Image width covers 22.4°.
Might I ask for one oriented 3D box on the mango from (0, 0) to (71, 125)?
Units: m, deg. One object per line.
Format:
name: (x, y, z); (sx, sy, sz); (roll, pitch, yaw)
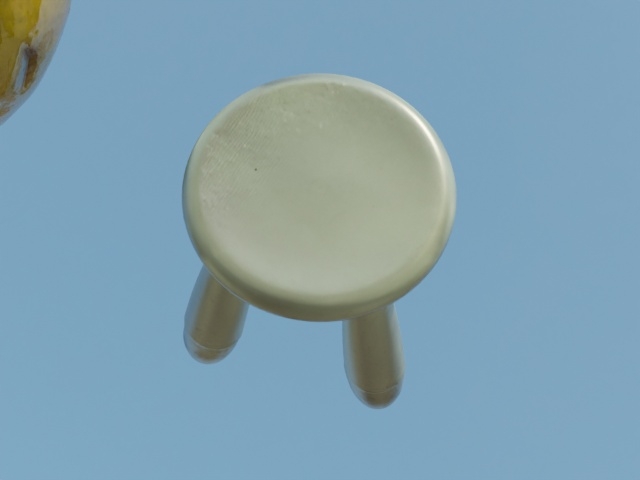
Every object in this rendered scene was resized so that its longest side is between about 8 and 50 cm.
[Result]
mango: (-0.346, -0.308, 1.443); (0.221, 0.301, 0.445); (-2, -85, -43)

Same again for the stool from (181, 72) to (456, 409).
stool: (0.000, 0.000, 1.228); (0.195, 0.195, 0.198); (14, -23, 6)
